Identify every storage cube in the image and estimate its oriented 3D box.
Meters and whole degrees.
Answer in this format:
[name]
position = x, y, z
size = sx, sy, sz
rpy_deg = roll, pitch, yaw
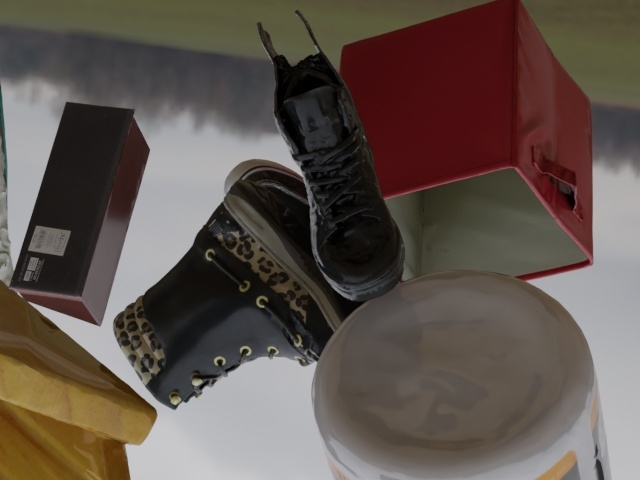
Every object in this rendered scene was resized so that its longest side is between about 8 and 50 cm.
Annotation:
[storage cube]
position = 0.137, -0.081, 1.591
size = 0.215, 0.193, 0.183
rpy_deg = -14, 144, 27

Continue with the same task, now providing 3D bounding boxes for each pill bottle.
[pill bottle]
position = 0.098, 0.163, 1.029
size = 0.162, 0.278, 0.162
rpy_deg = -8, -136, 8

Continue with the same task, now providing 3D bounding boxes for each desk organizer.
[desk organizer]
position = -0.146, -0.016, 1.061
size = 0.047, 0.130, 0.050
rpy_deg = 7, 155, 13

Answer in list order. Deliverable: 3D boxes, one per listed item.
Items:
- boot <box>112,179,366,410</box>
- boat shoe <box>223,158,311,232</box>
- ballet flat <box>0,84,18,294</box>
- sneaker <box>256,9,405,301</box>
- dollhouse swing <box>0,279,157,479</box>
[boot]
position = -0.048, 0.090, 1.401
size = 0.236, 0.178, 0.085
rpy_deg = 52, -163, 15
[boat shoe]
position = 0.000, 0.000, 1.655
size = 0.219, 0.078, 0.070
rpy_deg = 39, 176, -27
[ballet flat]
position = -0.396, -0.013, 1.841
size = 0.147, 0.409, 0.147
rpy_deg = -8, 174, -1
[sneaker]
position = 0.003, -0.050, 0.966
size = 0.051, 0.089, 0.170
rpy_deg = -20, -138, 8
[dollhouse swing]
position = -0.356, 0.170, 1.076
size = 0.315, 0.347, 0.305
rpy_deg = 34, -172, 34
